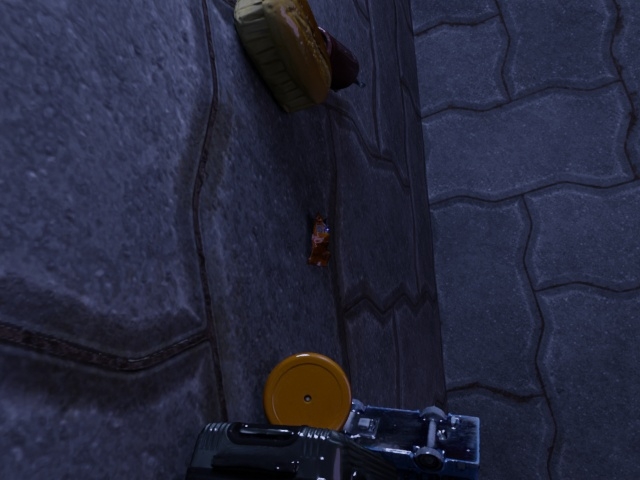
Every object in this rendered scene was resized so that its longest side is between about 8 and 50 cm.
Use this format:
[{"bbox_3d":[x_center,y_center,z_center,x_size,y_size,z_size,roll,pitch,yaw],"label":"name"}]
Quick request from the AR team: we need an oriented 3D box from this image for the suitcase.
[{"bbox_3d":[-0.016,0.324,0.580,0.312,0.202,0.128,56,34,-50],"label":"suitcase"}]

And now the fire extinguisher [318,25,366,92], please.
[{"bbox_3d":[0.028,-0.392,1.026,0.269,0.105,0.104,-21,104,-68],"label":"fire extinguisher"}]

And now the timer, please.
[{"bbox_3d":[-0.021,0.244,0.741,0.152,0.132,0.131,102,-14,-80],"label":"timer"}]

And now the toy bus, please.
[{"bbox_3d":[0.108,0.349,0.761,0.106,0.298,0.130,-56,141,-58],"label":"toy bus"}]

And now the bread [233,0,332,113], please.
[{"bbox_3d":[-0.054,-0.340,0.802,0.236,0.106,0.139,54,34,-52],"label":"bread"}]

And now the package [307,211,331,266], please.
[{"bbox_3d":[0.001,0.000,0.939,0.077,0.033,0.110,42,50,-72],"label":"package"}]
